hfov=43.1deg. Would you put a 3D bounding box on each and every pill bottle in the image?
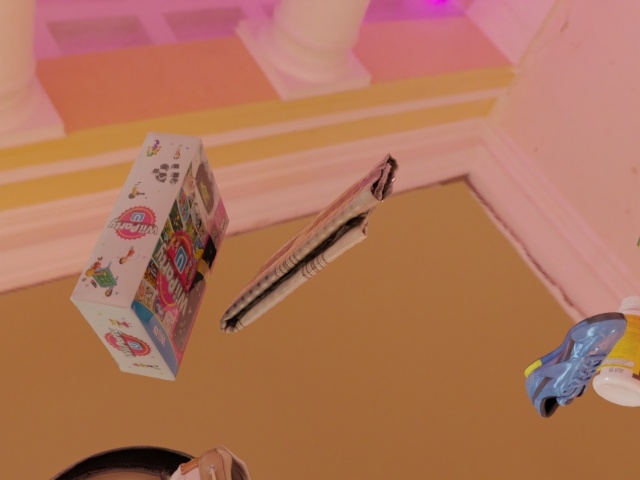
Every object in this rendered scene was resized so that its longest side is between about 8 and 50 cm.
[{"bbox_3d":[0.645,0.226,1.684,0.117,0.117,0.215,25,-118,0],"label":"pill bottle"}]

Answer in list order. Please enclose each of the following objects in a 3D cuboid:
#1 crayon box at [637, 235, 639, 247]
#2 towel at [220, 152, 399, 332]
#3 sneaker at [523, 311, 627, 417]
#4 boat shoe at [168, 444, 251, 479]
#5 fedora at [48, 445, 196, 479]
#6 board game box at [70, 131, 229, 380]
[{"bbox_3d":[0.610,-0.019,1.148,0.278,0.165,0.081,23,-120,24],"label":"crayon box"},{"bbox_3d":[0.000,0.000,1.305,0.056,0.324,0.312,47,-161,-4],"label":"towel"},{"bbox_3d":[0.359,0.176,1.122,0.069,0.209,0.082,9,-130,-20],"label":"sneaker"},{"bbox_3d":[-0.060,0.335,0.817,0.103,0.113,0.302,-44,-121,-5],"label":"boat shoe"},{"bbox_3d":[-0.212,0.413,0.959,0.334,0.334,0.152,-5,-162,-27],"label":"fedora"},{"bbox_3d":[-0.242,0.024,1.225,0.098,0.224,0.303,7,-123,13],"label":"board game box"}]
